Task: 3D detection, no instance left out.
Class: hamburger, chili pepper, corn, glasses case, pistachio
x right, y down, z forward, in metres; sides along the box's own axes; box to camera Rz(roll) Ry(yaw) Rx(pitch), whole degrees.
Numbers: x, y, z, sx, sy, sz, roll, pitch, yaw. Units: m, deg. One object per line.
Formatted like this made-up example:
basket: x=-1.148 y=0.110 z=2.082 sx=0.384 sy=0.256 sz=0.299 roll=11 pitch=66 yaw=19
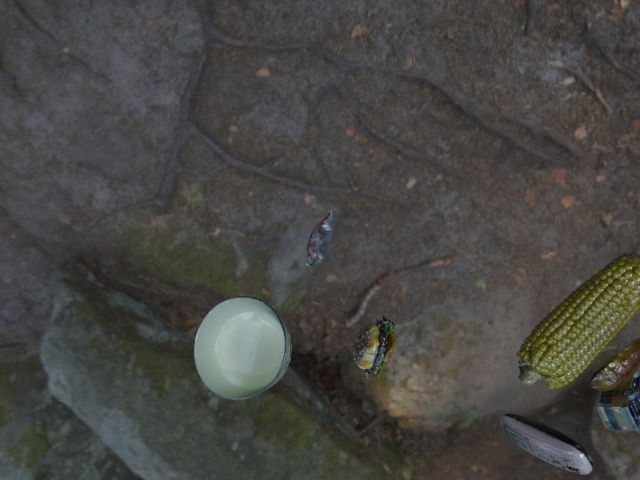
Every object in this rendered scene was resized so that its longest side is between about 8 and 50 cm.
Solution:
hamburger: x=0.155 y=0.307 z=2.032 sx=0.093 sy=0.164 sz=0.189 roll=18 pitch=101 yaw=-14
chili pepper: x=-0.001 y=0.000 z=1.552 sx=0.041 sy=0.153 sz=0.050 roll=-2 pitch=142 yaw=26
corn: x=0.492 y=0.151 z=1.286 sx=0.119 sy=0.119 sz=0.322 roll=38 pitch=96 yaw=-18
glasses case: x=0.663 y=0.599 z=2.042 sx=0.314 sy=0.075 sz=0.122 roll=15 pitch=141 yaw=55
pistachio: x=0.604 y=0.252 z=1.375 sx=0.049 sy=0.173 sz=0.089 roll=49 pitch=155 yaw=29

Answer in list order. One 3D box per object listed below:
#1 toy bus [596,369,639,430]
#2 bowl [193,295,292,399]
toy bus: x=0.786 y=0.409 z=1.802 sx=0.103 sy=0.182 sz=0.091 roll=-17 pitch=110 yaw=39
bowl: x=-0.168 y=0.255 z=1.624 sx=0.238 sy=0.237 sz=0.126 roll=-1 pitch=167 yaw=18
